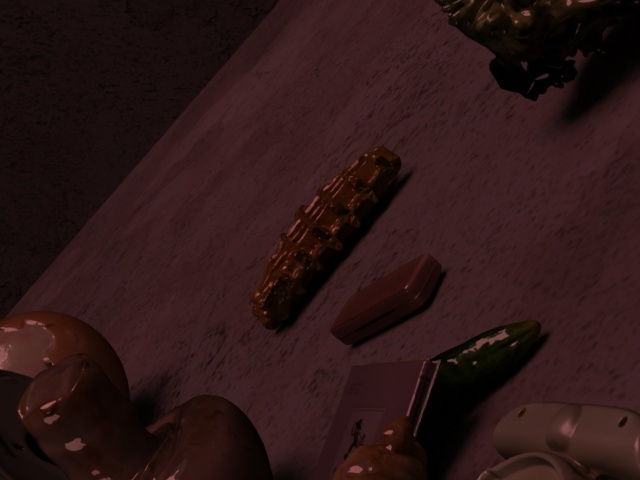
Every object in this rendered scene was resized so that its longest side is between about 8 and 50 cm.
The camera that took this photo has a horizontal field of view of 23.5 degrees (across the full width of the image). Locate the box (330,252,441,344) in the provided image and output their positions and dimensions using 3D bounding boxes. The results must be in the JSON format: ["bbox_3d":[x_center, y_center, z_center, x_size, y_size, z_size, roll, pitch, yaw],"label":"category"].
[{"bbox_3d":[0.054,0.049,1.252,0.115,0.025,0.048,-33,17,49],"label":"box"}]

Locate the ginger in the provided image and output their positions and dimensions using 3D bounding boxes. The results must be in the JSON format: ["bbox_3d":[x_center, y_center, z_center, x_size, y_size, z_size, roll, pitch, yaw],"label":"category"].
[{"bbox_3d":[0.014,0.199,0.870,0.213,0.074,0.137,-74,6,-62],"label":"ginger"}]

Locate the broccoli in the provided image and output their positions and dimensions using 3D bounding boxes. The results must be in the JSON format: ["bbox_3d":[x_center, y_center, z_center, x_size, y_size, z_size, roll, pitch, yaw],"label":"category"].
[{"bbox_3d":[0.224,-0.220,1.180,0.243,0.263,0.247,23,108,50],"label":"broccoli"}]

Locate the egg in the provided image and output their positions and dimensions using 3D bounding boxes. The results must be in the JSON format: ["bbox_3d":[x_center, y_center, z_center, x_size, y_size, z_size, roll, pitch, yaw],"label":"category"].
[{"bbox_3d":[-0.303,0.175,1.664,0.201,0.201,0.244,-48,3,9],"label":"egg"}]

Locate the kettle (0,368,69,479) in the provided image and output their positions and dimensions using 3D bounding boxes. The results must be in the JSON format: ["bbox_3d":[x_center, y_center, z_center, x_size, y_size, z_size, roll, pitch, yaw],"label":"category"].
[{"bbox_3d":[-0.337,0.300,1.366,0.318,0.205,0.265,-50,-1,15],"label":"kettle"}]

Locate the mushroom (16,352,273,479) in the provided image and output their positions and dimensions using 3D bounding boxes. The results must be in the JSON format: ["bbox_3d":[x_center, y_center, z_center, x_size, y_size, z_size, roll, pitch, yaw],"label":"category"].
[{"bbox_3d":[-0.136,0.197,1.137,0.206,0.209,0.206,-26,51,38],"label":"mushroom"}]

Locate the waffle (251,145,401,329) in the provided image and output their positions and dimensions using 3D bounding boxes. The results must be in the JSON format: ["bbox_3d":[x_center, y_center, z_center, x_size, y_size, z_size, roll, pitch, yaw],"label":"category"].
[{"bbox_3d":[0.000,0.000,1.495,0.161,0.046,0.192,-32,24,52],"label":"waffle"}]

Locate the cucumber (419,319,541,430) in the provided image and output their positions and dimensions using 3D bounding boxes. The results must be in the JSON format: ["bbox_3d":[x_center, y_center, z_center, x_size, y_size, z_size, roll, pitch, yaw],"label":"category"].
[{"bbox_3d":[0.080,0.097,1.031,0.168,0.039,0.039,-37,19,35],"label":"cucumber"}]

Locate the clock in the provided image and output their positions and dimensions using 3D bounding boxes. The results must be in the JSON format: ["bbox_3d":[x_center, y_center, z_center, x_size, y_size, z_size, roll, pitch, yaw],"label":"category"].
[{"bbox_3d":[0.097,0.169,0.750,0.191,0.062,0.151,-55,15,-16],"label":"clock"}]

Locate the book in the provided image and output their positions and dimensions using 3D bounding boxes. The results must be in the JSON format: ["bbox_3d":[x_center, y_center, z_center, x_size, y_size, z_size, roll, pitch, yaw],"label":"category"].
[{"bbox_3d":[0.019,0.163,1.012,0.127,0.014,0.181,-16,51,67],"label":"book"}]
